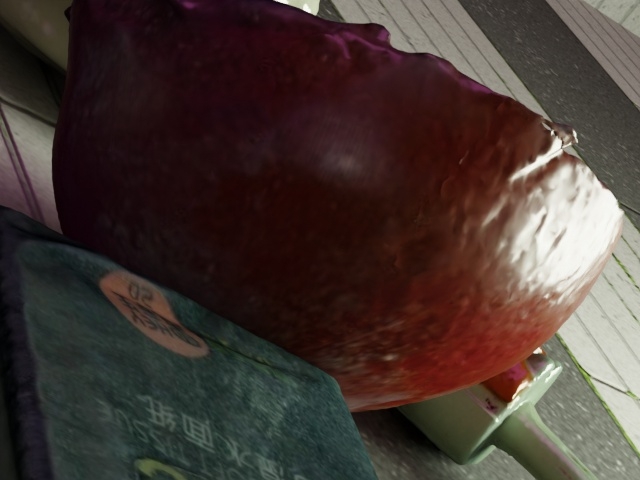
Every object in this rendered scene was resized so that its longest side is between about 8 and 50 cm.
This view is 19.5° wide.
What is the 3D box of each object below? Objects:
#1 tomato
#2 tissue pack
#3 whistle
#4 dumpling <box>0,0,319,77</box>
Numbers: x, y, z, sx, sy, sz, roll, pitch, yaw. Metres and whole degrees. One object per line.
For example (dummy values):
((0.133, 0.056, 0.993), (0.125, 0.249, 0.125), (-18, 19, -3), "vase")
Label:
((-0.003, 0.002, 1.001), (0.289, 0.176, 0.335), (11, -18, 30), "tomato")
((-0.059, 0.138, 0.791), (0.228, 0.103, 0.316), (29, 21, -30), "tissue pack")
((0.094, 0.090, 1.214), (0.253, 0.106, 0.101), (45, 35, 16), "whistle")
((-0.111, -0.161, 1.331), (0.395, 0.233, 0.316), (-26, 99, -85), "dumpling")
